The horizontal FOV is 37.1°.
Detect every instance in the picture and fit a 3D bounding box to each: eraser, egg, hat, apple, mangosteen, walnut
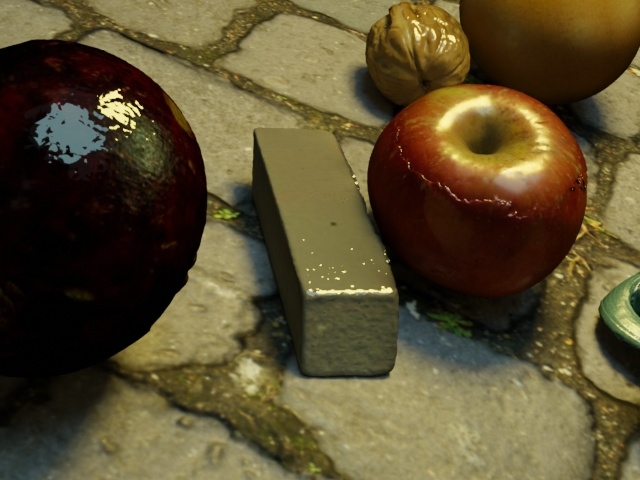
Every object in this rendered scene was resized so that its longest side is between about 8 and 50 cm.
[{"bbox_3d":[0.000,0.001,1.102,0.111,0.077,0.352,0,42,-17],"label":"eraser"},{"bbox_3d":[0.363,-0.369,1.520,0.283,0.282,0.351,5,40,-16],"label":"egg"},{"bbox_3d":[0.425,0.092,1.155,0.191,0.078,0.138,-31,48,-22],"label":"hat"},{"bbox_3d":[0.182,-0.055,1.139,0.252,0.206,0.272,-30,54,-31],"label":"apple"},{"bbox_3d":[-0.272,-0.043,0.838,0.360,0.306,0.306,31,28,-34],"label":"mangosteen"},{"bbox_3d":[0.145,-0.286,1.448,0.156,0.155,0.184,7,37,-13],"label":"walnut"}]
